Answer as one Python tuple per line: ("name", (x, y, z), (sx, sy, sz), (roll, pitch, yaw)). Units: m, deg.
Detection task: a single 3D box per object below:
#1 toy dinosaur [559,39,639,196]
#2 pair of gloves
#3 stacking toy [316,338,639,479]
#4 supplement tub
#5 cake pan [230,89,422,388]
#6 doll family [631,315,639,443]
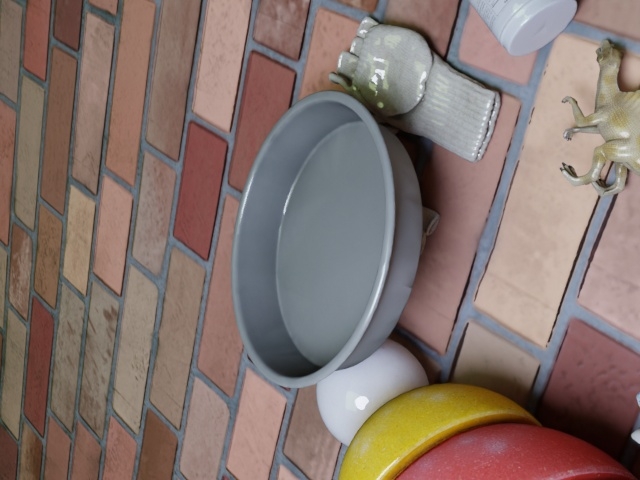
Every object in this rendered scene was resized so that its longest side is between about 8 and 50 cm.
("toy dinosaur", (0.244, -0.073, 0.673), (0.092, 0.053, 0.183), (-40, 69, 42))
("pair of gloves", (0.063, -0.096, 0.870), (0.204, 0.042, 0.240), (45, 127, 32))
("stacking toy", (0.134, 0.243, 0.741), (0.480, 0.351, 0.350), (54, 135, 51))
("supplement tub", (0.160, -0.219, 0.720), (0.071, 0.071, 0.107), (-48, 64, 41))
("cake pan", (0.000, 0.000, 0.840), (0.293, 0.054, 0.293), (-20, 65, 54))
("doll family", (0.294, 0.098, 0.556), (0.263, 0.118, 0.163), (-132, 51, -60))
